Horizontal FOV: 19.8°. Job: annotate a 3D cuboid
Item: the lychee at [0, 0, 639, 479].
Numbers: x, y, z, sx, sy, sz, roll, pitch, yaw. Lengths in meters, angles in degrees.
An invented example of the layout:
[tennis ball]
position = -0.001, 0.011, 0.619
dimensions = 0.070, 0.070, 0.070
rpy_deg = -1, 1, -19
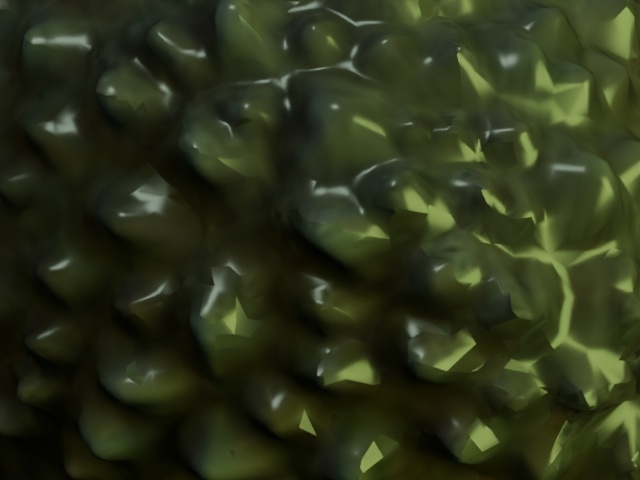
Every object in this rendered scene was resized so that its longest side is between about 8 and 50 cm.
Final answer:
[lychee]
position = 0.000, 0.000, 0.729
dimensions = 0.380, 0.432, 0.380
rpy_deg = -7, 110, -21
